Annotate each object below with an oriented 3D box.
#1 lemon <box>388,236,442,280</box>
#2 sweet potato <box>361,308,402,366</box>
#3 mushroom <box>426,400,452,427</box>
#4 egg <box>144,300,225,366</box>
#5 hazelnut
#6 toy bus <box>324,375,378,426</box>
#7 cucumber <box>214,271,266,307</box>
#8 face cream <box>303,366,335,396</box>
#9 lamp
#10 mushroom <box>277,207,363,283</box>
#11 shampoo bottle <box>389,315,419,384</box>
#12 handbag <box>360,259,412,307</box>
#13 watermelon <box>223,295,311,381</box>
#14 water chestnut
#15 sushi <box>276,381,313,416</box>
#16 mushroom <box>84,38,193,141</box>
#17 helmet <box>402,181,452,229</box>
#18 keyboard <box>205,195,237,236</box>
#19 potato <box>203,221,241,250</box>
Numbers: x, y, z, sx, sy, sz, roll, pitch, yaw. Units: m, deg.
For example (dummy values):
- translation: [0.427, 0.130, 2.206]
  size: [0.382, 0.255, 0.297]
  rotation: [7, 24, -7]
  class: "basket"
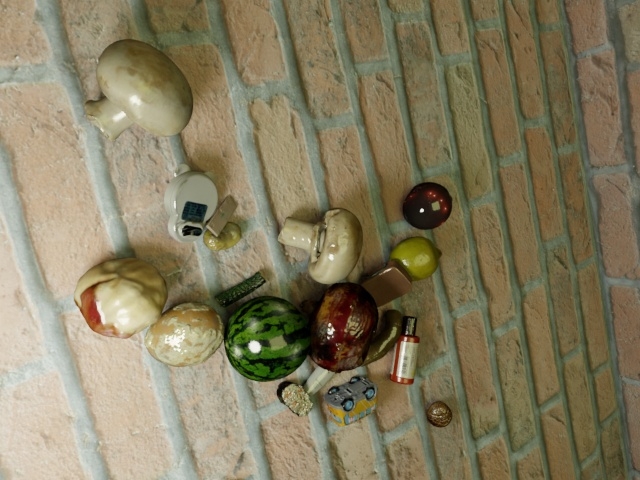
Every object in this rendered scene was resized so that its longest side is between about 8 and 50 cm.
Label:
- translation: [0.385, 0.079, 1.870]
  size: [0.248, 0.184, 0.184]
  rotation: [-16, 99, -10]
  class: "lemon"
- translation: [0.249, 0.414, 1.860]
  size: [0.112, 0.085, 0.286]
  rotation: [40, 81, 11]
  class: "sweet potato"
- translation: [0.539, 0.786, 2.019]
  size: [0.109, 0.085, 0.126]
  rotation: [-47, 106, -20]
  class: "mushroom"
- translation: [-0.423, 0.294, 1.404]
  size: [0.245, 0.203, 0.204]
  rotation: [-13, 98, -18]
  class: "egg"
- translation: [-0.577, 0.173, 1.321]
  size: [0.261, 0.261, 0.241]
  rotation: [-26, 135, -27]
  class: "hazelnut"
- translation: [0.125, 0.639, 1.763]
  size: [0.209, 0.126, 0.136]
  rotation: [-16, 107, -28]
  class: "toy bus"
- translation: [-0.277, 0.173, 1.566]
  size: [0.187, 0.058, 0.058]
  rotation: [-30, 105, -28]
  class: "cucumber"
- translation: [0.007, 0.520, 1.732]
  size: [0.182, 0.051, 0.072]
  rotation: [-43, 106, -23]
  class: "face cream"
- translation: [-0.426, -0.114, 1.441]
  size: [0.179, 0.107, 0.246]
  rotation: [12, 91, -50]
  class: "lamp"
- translation: [0.000, 0.000, 1.608]
  size: [0.289, 0.292, 0.293]
  rotation: [18, 82, -11]
  class: "mushroom"
- translation: [0.364, 0.461, 1.902]
  size: [0.104, 0.104, 0.279]
  rotation: [11, 86, -29]
  class: "shampoo bottle"
- translation: [0.260, 0.171, 1.798]
  size: [0.151, 0.193, 0.072]
  rotation: [54, 24, -16]
  class: "handbag"
- translation: [-0.180, 0.329, 1.493]
  size: [0.284, 0.285, 0.286]
  rotation: [-1, 91, -29]
  class: "watermelon"
- translation: [0.054, 0.306, 1.650]
  size: [0.302, 0.350, 0.351]
  rotation: [22, 77, 14]
  class: "water chestnut"
- translation: [-0.095, 0.586, 1.660]
  size: [0.090, 0.078, 0.150]
  rotation: [-45, 110, -21]
  class: "sushi"
- translation: [-0.537, -0.419, 1.320]
  size: [0.290, 0.298, 0.297]
  rotation: [-36, 112, 14]
  class: "mushroom"
- translation: [0.461, -0.144, 1.916]
  size: [0.215, 0.193, 0.189]
  rotation: [-29, 108, 4]
  class: "helmet"
- translation: [-0.333, -0.083, 1.504]
  size: [0.055, 0.017, 0.166]
  rotation: [51, 37, -25]
  class: "keyboard"
- translation: [-0.334, -0.013, 1.517]
  size: [0.137, 0.070, 0.092]
  rotation: [-18, 81, -39]
  class: "potato"
